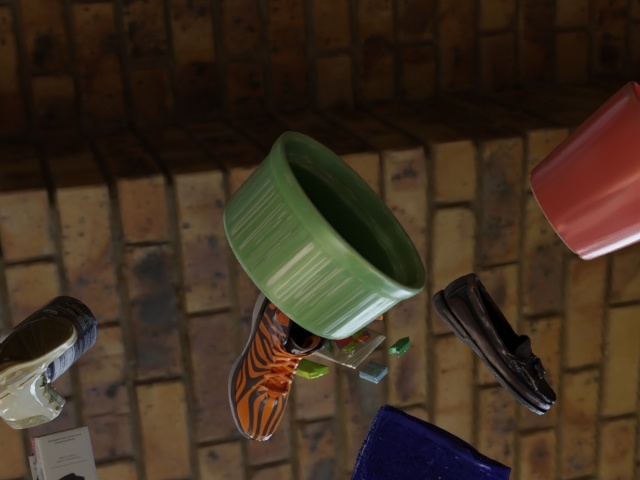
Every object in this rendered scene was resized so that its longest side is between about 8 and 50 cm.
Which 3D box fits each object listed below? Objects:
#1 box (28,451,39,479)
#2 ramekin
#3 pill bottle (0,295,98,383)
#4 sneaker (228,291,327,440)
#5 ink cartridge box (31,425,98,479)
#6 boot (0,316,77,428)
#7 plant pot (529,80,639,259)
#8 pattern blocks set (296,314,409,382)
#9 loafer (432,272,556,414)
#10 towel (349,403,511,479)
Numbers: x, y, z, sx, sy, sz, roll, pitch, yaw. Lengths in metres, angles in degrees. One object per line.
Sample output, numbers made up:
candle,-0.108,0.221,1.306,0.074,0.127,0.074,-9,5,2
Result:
box,-0.472,0.427,1.872,0.028,0.081,0.136,153,-74,-73
ramekin,0.000,0.000,1.536,0.148,0.303,0.303,-42,-136,18
pill bottle,-0.548,0.213,2.034,0.245,0.130,0.130,-48,141,-60
sneaker,-0.081,0.234,2.016,0.180,0.124,0.321,-2,-103,64
ink cartridge box,-0.360,0.361,1.502,0.127,0.072,0.175,152,-74,-67
boot,-0.458,0.219,1.696,0.165,0.213,0.077,55,5,-49
plant pot,0.523,-0.108,1.852,0.243,0.275,0.275,-34,-125,24
pattern blocks set,0.037,0.219,2.366,0.325,0.285,0.026,11,-55,25
loafer,0.333,0.187,1.888,0.302,0.095,0.109,46,20,-7
towel,0.098,0.392,1.398,0.227,0.076,0.308,20,-95,44
